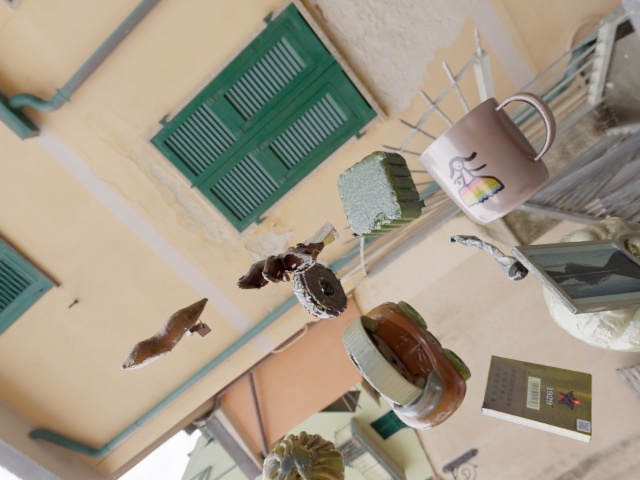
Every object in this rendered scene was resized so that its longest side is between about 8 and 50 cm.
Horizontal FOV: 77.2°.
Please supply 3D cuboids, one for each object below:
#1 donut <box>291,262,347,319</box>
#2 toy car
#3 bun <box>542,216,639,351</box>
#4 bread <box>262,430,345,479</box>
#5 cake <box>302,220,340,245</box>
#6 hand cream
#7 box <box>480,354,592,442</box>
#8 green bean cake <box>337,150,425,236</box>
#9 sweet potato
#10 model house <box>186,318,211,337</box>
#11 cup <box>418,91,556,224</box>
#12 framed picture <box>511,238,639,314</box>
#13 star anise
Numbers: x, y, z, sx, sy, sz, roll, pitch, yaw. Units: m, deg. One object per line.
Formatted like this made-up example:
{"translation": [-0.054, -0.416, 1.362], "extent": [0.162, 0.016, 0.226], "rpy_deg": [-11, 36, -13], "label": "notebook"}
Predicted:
{"translation": [-0.003, 0.207, 1.640], "extent": [0.269, 0.103, 0.270], "rpy_deg": [33, -148, -24], "label": "donut"}
{"translation": [0.126, 0.209, 0.679], "extent": [0.235, 0.145, 0.235], "rpy_deg": [40, -168, -10], "label": "toy car"}
{"translation": [0.744, 0.092, 0.987], "extent": [0.360, 0.359, 0.211], "rpy_deg": [57, 166, 27], "label": "bun"}
{"translation": [-0.071, 0.887, 1.550], "extent": [0.333, 0.333, 0.160], "rpy_deg": [-115, 4, -51], "label": "bread"}
{"translation": [0.000, 0.000, 1.275], "extent": [0.052, 0.121, 0.065], "rpy_deg": [50, -175, 31], "label": "cake"}
{"translation": [0.409, 0.034, 0.970], "extent": [0.075, 0.052, 0.248], "rpy_deg": [21, -169, -19], "label": "hand cream"}
{"translation": [0.304, 0.218, 0.567], "extent": [0.090, 0.133, 0.023], "rpy_deg": [-62, -38, -36], "label": "box"}
{"translation": [0.200, -0.155, 1.379], "extent": [0.156, 0.247, 0.250], "rpy_deg": [-4, -108, -44], "label": "green bean cake"}
{"translation": [-0.327, 0.203, 0.865], "extent": [0.051, 0.218, 0.065], "rpy_deg": [35, 157, 35], "label": "sweet potato"}
{"translation": [-0.350, 0.236, 1.107], "extent": [0.083, 0.057, 0.058], "rpy_deg": [49, 171, 8], "label": "model house"}
{"translation": [0.359, -0.170, 0.815], "extent": [0.191, 0.253, 0.200], "rpy_deg": [-32, -99, -44], "label": "cup"}
{"translation": [0.428, 0.050, 0.626], "extent": [0.150, 0.203, 0.015], "rpy_deg": [-110, 21, -52], "label": "framed picture"}
{"translation": [-0.098, 0.069, 1.081], "extent": [0.088, 0.288, 0.288], "rpy_deg": [64, -169, 0], "label": "star anise"}
